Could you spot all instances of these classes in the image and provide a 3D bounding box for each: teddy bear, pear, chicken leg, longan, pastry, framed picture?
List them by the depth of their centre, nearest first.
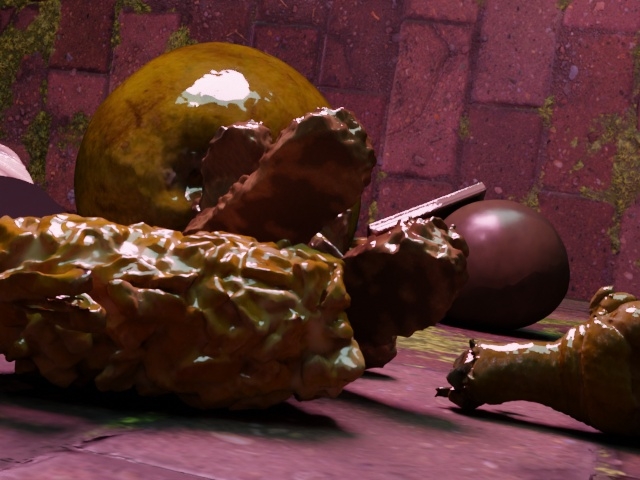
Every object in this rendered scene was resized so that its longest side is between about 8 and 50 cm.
[{"bbox_3d":[-0.102,0.044,0.612,0.250,0.102,0.154,5,17,-17],"label":"pastry"},{"bbox_3d":[0.199,0.088,0.714,0.228,0.103,0.088,5,16,14],"label":"chicken leg"},{"bbox_3d":[-0.006,0.003,0.828,0.296,0.246,0.222,-33,10,35],"label":"teddy bear"},{"bbox_3d":[-0.123,-0.079,1.227,0.352,0.352,0.413,8,6,1],"label":"pear"},{"bbox_3d":[0.253,0.037,1.454,0.220,0.196,0.196,4,0,11],"label":"longan"},{"bbox_3d":[0.160,0.011,1.565,0.189,0.023,0.260,-21,-26,-9],"label":"framed picture"}]

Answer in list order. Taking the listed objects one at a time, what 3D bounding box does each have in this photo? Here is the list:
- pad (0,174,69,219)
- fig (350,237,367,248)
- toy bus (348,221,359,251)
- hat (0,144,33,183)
[{"bbox_3d":[-0.424,0.003,1.211,0.315,0.063,0.375,9,19,-43],"label":"pad"},{"bbox_3d":[0.166,0.027,1.744,0.175,0.175,0.207,9,-10,27],"label":"fig"},{"bbox_3d":[0.000,0.000,1.660,0.103,0.182,0.091,6,0,24],"label":"toy bus"},{"bbox_3d":[-0.534,-0.041,1.397,0.226,0.219,0.164,29,22,-5],"label":"hat"}]
